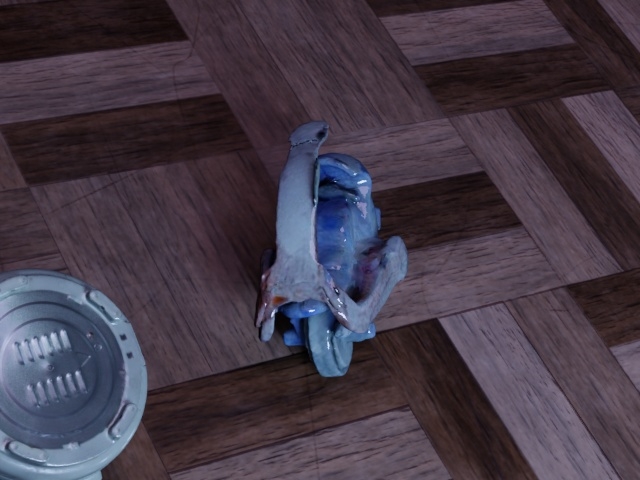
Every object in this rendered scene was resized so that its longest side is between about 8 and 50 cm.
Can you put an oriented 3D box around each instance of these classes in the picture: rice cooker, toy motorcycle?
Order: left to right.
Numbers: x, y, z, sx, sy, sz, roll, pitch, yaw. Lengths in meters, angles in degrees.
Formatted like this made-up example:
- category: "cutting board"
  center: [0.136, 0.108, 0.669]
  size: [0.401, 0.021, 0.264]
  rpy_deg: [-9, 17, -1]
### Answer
- category: "rice cooker"
  center: [-0.317, 0.163, 1.564]
  size: [0.281, 0.227, 0.241]
  rpy_deg: [-20, 82, -36]
- category: "toy motorcycle"
  center: [0.024, 0.000, 1.848]
  size: [0.182, 0.241, 0.319]
  rpy_deg: [12, 45, -3]
